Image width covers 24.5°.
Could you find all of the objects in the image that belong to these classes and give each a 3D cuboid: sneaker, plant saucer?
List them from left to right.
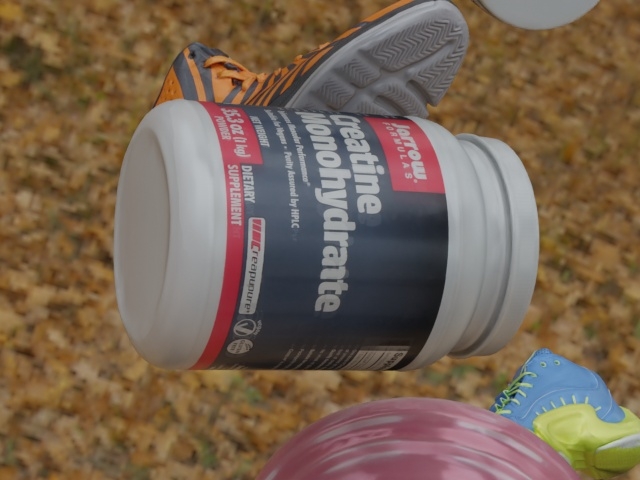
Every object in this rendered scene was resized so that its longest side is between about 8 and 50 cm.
[{"bbox_3d":[-0.035,-0.133,1.267,0.124,0.321,0.180,44,13,-48],"label":"sneaker"},{"bbox_3d":[0.086,0.298,1.285,0.332,0.332,0.084,20,24,-2],"label":"plant saucer"},{"bbox_3d":[0.184,0.169,1.364,0.240,0.091,0.126,1,47,-32],"label":"sneaker"}]

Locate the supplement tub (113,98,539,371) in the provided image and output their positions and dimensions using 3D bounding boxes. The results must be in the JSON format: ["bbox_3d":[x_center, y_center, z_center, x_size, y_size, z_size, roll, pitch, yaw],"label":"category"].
[{"bbox_3d":[0.000,0.000,1.072,0.272,0.191,0.191,2,27,-22],"label":"supplement tub"}]

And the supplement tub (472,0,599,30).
[{"bbox_3d":[0.082,-0.138,0.650,0.071,0.071,0.107,13,20,-19],"label":"supplement tub"}]
